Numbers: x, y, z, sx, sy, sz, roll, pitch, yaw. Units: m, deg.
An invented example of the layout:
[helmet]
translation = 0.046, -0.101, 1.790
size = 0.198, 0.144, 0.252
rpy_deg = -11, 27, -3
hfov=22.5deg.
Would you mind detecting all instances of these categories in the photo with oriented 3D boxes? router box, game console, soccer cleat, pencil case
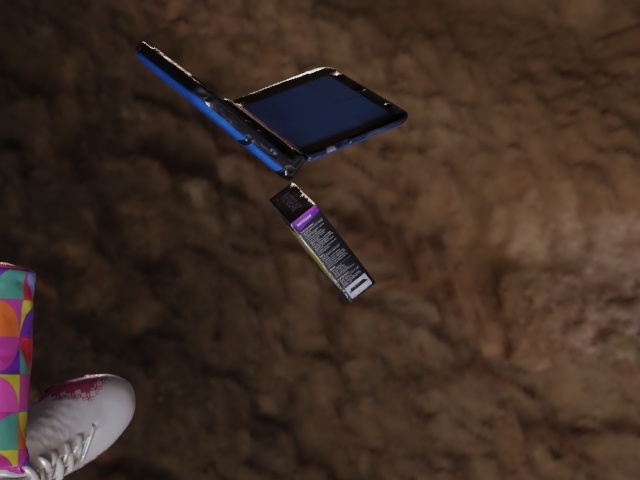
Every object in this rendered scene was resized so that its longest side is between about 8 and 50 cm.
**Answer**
[router box]
translation = 0.000, 0.000, 2.106
size = 0.133, 0.046, 0.179
rpy_deg = 53, 178, -15
[game console]
translation = -0.070, -0.207, 2.109
size = 0.250, 0.173, 0.293
rpy_deg = 40, 180, -29
[soccer cleat]
translation = -0.345, 0.270, 1.913
size = 0.143, 0.331, 0.116
rpy_deg = 27, 134, 50
[pencil case]
translation = -0.365, 0.141, 1.767
size = 0.104, 0.104, 0.236
rpy_deg = 17, -105, -82
